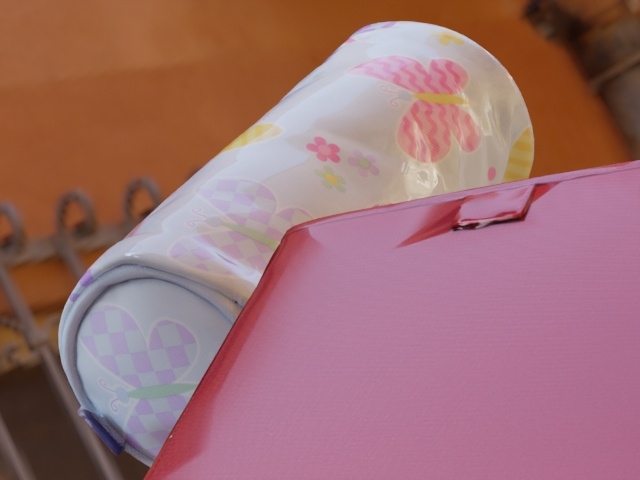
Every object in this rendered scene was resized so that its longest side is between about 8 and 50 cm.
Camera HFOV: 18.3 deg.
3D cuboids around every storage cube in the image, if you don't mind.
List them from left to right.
[{"bbox_3d":[0.072,0.104,0.671,0.215,0.184,0.193,-9,29,26],"label":"storage cube"}]

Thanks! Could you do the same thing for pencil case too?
[{"bbox_3d":[0.000,0.000,0.903,0.113,0.124,0.273,-42,3,41],"label":"pencil case"}]
